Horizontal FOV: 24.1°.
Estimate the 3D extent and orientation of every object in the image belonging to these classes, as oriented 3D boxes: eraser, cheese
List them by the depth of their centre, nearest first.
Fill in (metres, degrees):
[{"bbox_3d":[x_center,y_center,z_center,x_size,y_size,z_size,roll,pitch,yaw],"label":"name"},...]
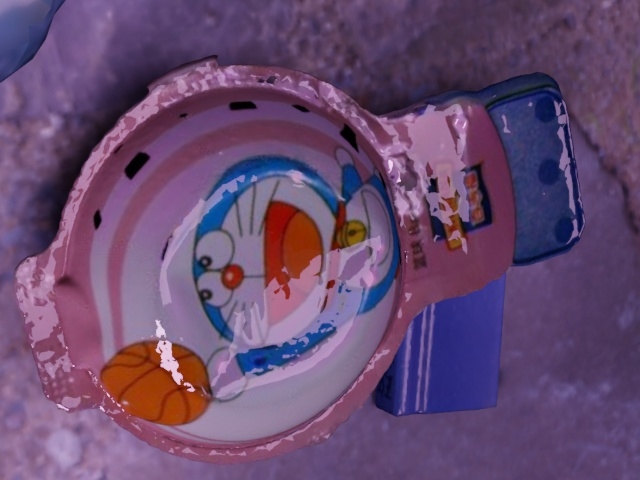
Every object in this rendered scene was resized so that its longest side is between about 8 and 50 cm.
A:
[{"bbox_3d":[0.000,0.000,0.688,0.286,0.074,0.189,-17,107,-23],"label":"cheese"},{"bbox_3d":[0.062,0.045,0.768,0.063,0.027,0.085,0,98,-29],"label":"eraser"}]

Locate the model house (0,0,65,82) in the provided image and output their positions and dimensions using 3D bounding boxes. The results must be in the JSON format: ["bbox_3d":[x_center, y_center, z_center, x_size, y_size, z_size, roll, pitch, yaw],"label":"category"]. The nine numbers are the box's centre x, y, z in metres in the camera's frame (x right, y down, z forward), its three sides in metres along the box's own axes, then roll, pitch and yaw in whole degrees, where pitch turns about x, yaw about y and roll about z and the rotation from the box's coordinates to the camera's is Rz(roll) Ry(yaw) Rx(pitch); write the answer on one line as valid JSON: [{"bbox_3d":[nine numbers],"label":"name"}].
[{"bbox_3d":[-0.198,-0.187,0.350,0.382,0.334,0.343,-5,101,-21],"label":"model house"}]
